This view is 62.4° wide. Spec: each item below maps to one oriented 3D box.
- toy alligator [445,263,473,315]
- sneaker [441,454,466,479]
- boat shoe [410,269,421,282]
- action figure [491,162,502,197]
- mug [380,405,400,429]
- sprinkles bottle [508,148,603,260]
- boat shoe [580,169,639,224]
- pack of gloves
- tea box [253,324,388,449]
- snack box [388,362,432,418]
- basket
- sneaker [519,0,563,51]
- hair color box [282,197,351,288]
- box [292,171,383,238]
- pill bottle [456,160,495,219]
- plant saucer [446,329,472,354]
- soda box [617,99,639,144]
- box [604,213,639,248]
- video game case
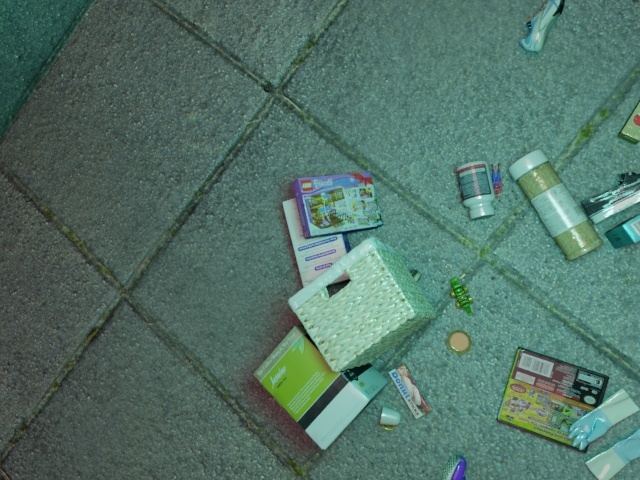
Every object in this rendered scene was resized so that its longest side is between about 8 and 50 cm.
[{"bbox_3d":[0.462,0.164,1.773,0.056,0.051,0.189,-26,79,13],"label":"toy alligator"},{"bbox_3d":[0.452,0.843,1.702,0.146,0.102,0.293,15,95,13],"label":"sneaker"},{"bbox_3d":[0.223,0.191,1.820,0.285,0.103,0.092,-45,80,15],"label":"boat shoe"},{"bbox_3d":[0.591,-0.201,1.778,0.038,0.030,0.115,-3,87,12],"label":"action figure"},{"bbox_3d":[0.239,0.607,1.809,0.064,0.078,0.062,10,56,9],"label":"mug"},{"bbox_3d":[0.741,-0.113,1.675,0.121,0.121,0.355,-31,77,12],"label":"sprinkles bottle"},{"bbox_3d":[0.958,-0.168,1.628,0.301,0.108,0.102,-33,79,19],"label":"boat shoe"},{"bbox_3d":[0.886,0.596,1.591,0.232,0.046,0.195,-39,83,5],"label":"pack of gloves"},{"bbox_3d":[0.012,0.452,1.741,0.323,0.329,0.220,44,99,17],"label":"tea box"},{"bbox_3d":[0.307,0.513,1.807,0.064,0.022,0.178,-34,77,13],"label":"snack box"},{"bbox_3d":[0.140,0.202,1.624,0.328,0.331,0.266,-38,69,13],"label":"basket"},{"bbox_3d":[0.740,-0.740,1.750,0.086,0.085,0.237,29,91,24],"label":"sneaker"},{"bbox_3d":[0.000,0.000,1.899,0.185,0.110,0.338,-16,79,13],"label":"hair color box"},{"bbox_3d":[0.063,-0.123,1.821,0.293,0.057,0.201,-8,81,-28],"label":"box"},{"bbox_3d":[0.520,-0.164,1.754,0.108,0.108,0.180,-12,82,16],"label":"pill bottle"},{"bbox_3d":[0.466,0.341,1.776,0.083,0.015,0.083,-2,85,17],"label":"plant saucer"},{"bbox_3d":[1.009,-0.396,1.651,0.061,0.058,0.181,31,95,17],"label":"soda box"},{"bbox_3d":[0.918,-0.034,1.550,0.100,0.244,0.060,-34,76,12],"label":"box"},{"bbox_3d":[0.730,0.500,1.674,0.275,0.035,0.248,17,90,17],"label":"video game case"}]
